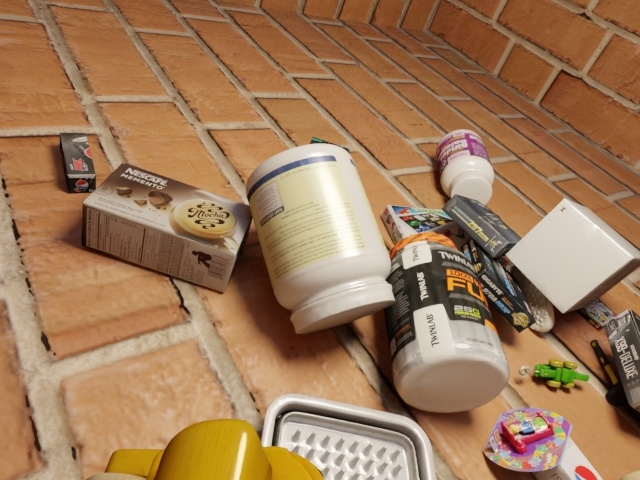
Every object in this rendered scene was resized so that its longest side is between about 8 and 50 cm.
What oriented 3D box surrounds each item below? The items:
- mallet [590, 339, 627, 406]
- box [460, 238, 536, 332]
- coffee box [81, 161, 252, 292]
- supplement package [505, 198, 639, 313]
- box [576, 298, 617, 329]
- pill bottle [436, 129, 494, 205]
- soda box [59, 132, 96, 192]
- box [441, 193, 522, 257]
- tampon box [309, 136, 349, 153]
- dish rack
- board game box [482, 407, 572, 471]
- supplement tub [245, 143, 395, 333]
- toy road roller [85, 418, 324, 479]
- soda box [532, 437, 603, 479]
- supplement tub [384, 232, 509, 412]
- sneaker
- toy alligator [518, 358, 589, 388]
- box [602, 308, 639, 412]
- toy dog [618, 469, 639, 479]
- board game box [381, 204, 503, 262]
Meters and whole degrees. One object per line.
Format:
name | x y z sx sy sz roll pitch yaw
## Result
mallet | 0.692 0.317 1.102 0.039 0.062 0.189 22 24 -3
box | 0.429 0.100 1.118 0.175 0.051 0.220 44 23 -6
coffee box | -0.306 -0.030 0.939 0.297 0.118 0.168 19 37 -5
supplement package | 0.655 0.041 1.162 0.263 0.198 0.199 4 42 -49
box | 0.755 0.182 1.287 0.094 0.027 0.137 -15 52 -36
pill bottle | 0.483 -0.236 1.523 0.169 0.169 0.301 18 38 -7
soda box | -0.558 -0.181 1.045 0.060 0.053 0.168 -7 48 -32
box | 0.443 -0.038 1.221 0.183 0.059 0.233 50 25 24
tampon box | 0.006 -0.202 1.305 0.121 0.101 0.161 18 40 -5
dish rack | 0.035 0.401 0.650 0.286 0.072 0.332 15 39 -9
board game box | 0.378 0.350 0.837 0.169 0.133 0.033 -32 107 -45
supplement tub | 0.000 0.000 0.907 0.236 0.235 0.324 -7 70 -32
toy road roller | -0.147 0.303 0.473 0.330 0.240 0.202 -4 39 8
soda box | 0.464 0.461 0.787 0.069 0.073 0.216 -4 46 -30
supplement tub | 0.235 0.151 0.927 0.207 0.207 0.337 13 40 -12
sneaker | 0.572 0.144 1.202 0.095 0.090 0.235 21 39 -17
toy alligator | 0.514 0.295 1.025 0.190 0.056 0.051 10 -1 -14
box | 0.802 0.337 1.032 0.307 0.076 0.242 36 37 -9
toy dog | 0.700 0.492 0.791 0.334 0.161 0.220 4 43 -25
board game box | 0.343 -0.010 1.286 0.306 0.053 0.192 4 43 -22
